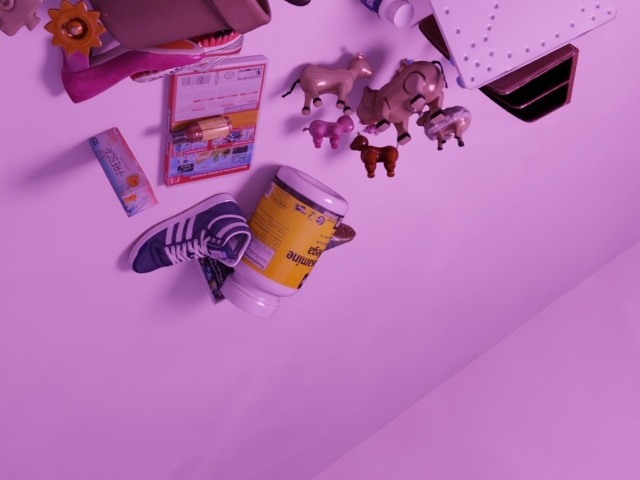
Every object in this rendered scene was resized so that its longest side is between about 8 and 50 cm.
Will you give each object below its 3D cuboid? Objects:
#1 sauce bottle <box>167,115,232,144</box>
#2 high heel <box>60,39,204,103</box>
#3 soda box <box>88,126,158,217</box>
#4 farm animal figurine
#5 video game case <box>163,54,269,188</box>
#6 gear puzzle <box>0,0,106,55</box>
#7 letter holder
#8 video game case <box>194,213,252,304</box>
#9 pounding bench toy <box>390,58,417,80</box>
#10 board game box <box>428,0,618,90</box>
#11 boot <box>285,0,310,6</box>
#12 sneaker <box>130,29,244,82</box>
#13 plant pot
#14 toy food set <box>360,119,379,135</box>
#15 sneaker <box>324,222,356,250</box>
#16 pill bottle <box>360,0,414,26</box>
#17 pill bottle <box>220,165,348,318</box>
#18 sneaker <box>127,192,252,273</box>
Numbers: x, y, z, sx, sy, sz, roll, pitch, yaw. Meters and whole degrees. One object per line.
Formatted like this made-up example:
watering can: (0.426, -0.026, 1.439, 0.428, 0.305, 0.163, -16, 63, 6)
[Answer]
sauce bottle: (-0.240, -0.218, 1.435, 0.128, 0.042, 0.042, -15, 139, -27)
high heel: (-0.320, -0.287, 1.236, 0.244, 0.082, 0.117, -3, 129, -8)
soda box: (-0.368, -0.128, 1.342, 0.063, 0.183, 0.058, -27, 144, -14)
farm animal figurine: (0.131, -0.306, 1.586, 0.327, 0.172, 0.330, -18, 144, 24)
video game case: (-0.218, -0.241, 1.486, 0.204, 0.025, 0.285, -15, 139, -30)
gear puzzle: (-0.440, -0.394, 1.007, 0.175, 0.044, 0.339, -40, 123, 17)
letter holder: (0.377, -0.394, 1.597, 0.215, 0.301, 0.152, -30, 145, -11)
video game case: (-0.216, 0.048, 1.778, 0.173, 0.022, 0.190, -27, 128, -15)
pounding bench toy: (0.218, -0.374, 1.669, 0.052, 0.083, 0.065, -1, 132, -41)
board game box: (0.362, -0.545, 1.422, 0.390, 0.050, 0.389, -28, 100, -14)
boot: (-0.090, -0.510, 1.244, 0.244, 0.176, 0.088, 43, 79, -19)
sneaker: (-0.238, -0.334, 1.310, 0.225, 0.088, 0.092, -23, 155, -10)
plant pot: (-0.233, -0.413, 1.121, 0.229, 0.263, 0.263, -24, 147, 12)
toy food set: (0.131, -0.293, 1.740, 0.078, 0.019, 0.122, -45, 145, 10)
sneaker: (0.000, 0.000, 1.928, 0.192, 0.064, 0.086, -3, 140, -40)
pill bottle: (0.133, -0.477, 1.444, 0.067, 0.120, 0.067, -24, 143, -20)
pill bottle: (-0.092, 0.009, 1.692, 0.188, 0.188, 0.333, 19, 106, -50)
sneaker: (-0.285, 0.018, 1.608, 0.282, 0.153, 0.099, -33, 144, -7)
